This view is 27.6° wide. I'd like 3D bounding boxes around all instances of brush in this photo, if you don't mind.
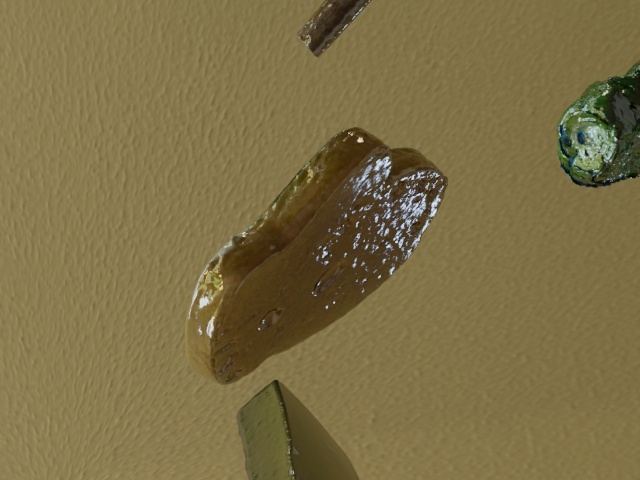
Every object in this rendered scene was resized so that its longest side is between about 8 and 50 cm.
[{"bbox_3d":[-0.011,0.215,1.115,0.059,0.197,0.123,-39,-66,9],"label":"brush"}]

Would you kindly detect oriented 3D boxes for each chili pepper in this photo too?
[{"bbox_3d":[0.248,-0.099,0.926,0.061,0.098,0.224,27,-139,37],"label":"chili pepper"}]

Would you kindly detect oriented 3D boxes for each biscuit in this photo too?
[{"bbox_3d":[-0.001,-0.001,1.338,0.344,0.287,0.057,-32,-118,-31],"label":"biscuit"}]

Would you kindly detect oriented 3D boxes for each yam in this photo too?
[{"bbox_3d":[0.072,-0.326,1.541,0.046,0.046,0.264,43,-78,0],"label":"yam"}]
